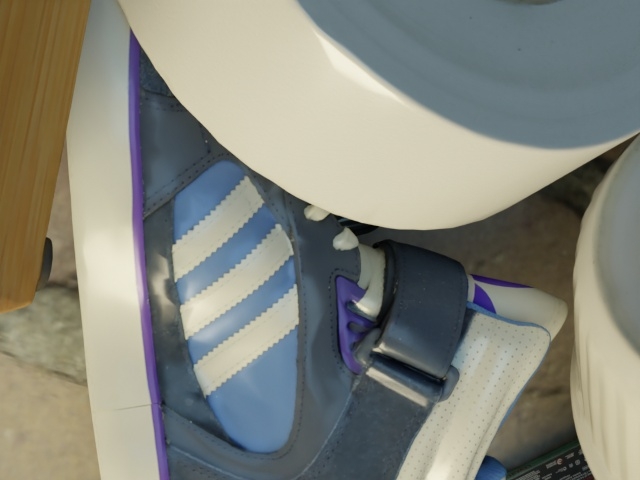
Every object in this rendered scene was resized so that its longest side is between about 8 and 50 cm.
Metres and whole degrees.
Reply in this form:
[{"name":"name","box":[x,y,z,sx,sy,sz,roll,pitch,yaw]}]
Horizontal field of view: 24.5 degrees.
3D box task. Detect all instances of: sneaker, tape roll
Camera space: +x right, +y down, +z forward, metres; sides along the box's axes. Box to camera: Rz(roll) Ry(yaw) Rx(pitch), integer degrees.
[{"name":"sneaker","box":[0.000,0.000,0.721,0.236,0.130,0.323,-5,101,-9]},{"name":"tape roll","box":[0.045,-0.152,0.672,0.286,0.100,0.286,14,62,-28]}]

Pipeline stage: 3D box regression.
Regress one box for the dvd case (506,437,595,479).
[{"name":"dvd case","box":[0.144,0.179,0.846,0.087,0.013,0.119,-25,100,-11]}]

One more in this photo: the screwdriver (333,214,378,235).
[{"name":"screwdriver","box":[0.064,-0.027,0.793,0.170,0.025,0.024,-16,100,-7]}]

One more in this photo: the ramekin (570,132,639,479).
[{"name":"ramekin","box":[0.241,0.030,0.685,0.273,0.273,0.127,-38,139,-8]}]

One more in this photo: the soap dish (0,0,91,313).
[{"name":"soap dish","box":[-0.170,-0.112,0.625,0.118,0.229,0.291,10,94,-24]}]
